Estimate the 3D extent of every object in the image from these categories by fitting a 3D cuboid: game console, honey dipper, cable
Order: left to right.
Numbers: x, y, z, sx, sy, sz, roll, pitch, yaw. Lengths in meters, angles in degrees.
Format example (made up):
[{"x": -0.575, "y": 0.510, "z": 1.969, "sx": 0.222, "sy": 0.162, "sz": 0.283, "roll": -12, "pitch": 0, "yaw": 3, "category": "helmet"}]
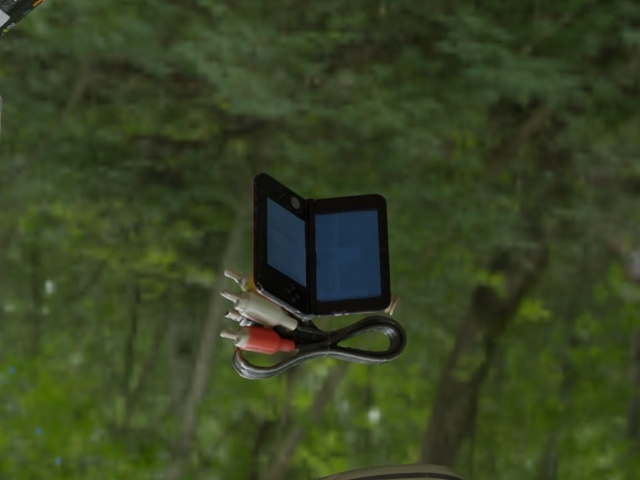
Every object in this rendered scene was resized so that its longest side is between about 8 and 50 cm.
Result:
[{"x": -0.009, "y": 0.131, "z": 2.226, "sx": 0.287, "sy": 0.072, "sz": 0.139, "roll": 14, "pitch": -120, "yaw": -18, "category": "cable"}, {"x": 0.000, "y": 0.000, "z": 1.686, "sx": 0.085, "sy": 0.124, "sz": 0.144, "roll": -25, "pitch": -130, "yaw": 31, "category": "game console"}, {"x": 0.034, "y": 0.057, "z": 2.294, "sx": 0.161, "sy": 0.030, "sz": 0.030, "roll": 25, "pitch": -150, "yaw": 11, "category": "honey dipper"}]

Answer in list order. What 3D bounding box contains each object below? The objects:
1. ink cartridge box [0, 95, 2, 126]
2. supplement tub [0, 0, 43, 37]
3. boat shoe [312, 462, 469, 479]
[{"x": -0.441, "y": -0.148, "z": 1.909, "sx": 0.180, "sy": 0.104, "sz": 0.060, "roll": 11, "pitch": 161, "yaw": -33, "category": "ink cartridge box"}, {"x": -0.447, "y": -0.424, "z": 2.328, "sx": 0.338, "sy": 0.207, "sz": 0.207, "roll": -39, "pitch": -152, "yaw": 4, "category": "supplement tub"}, {"x": -0.077, "y": 0.331, "z": 1.338, "sx": 0.500, "sy": 0.187, "sz": 0.156, "roll": -21, "pitch": -126, "yaw": -19, "category": "boat shoe"}]
